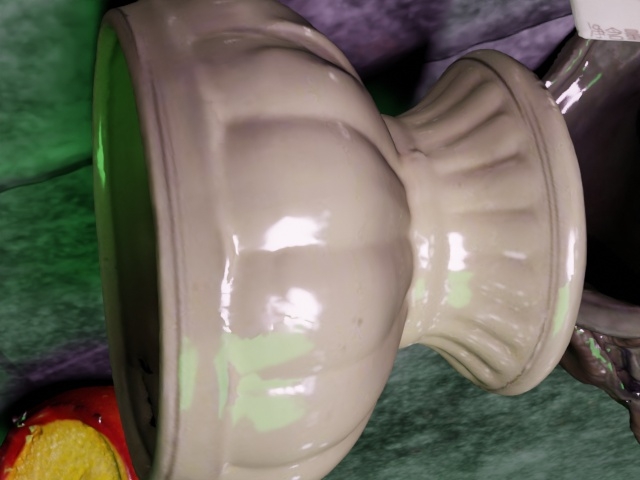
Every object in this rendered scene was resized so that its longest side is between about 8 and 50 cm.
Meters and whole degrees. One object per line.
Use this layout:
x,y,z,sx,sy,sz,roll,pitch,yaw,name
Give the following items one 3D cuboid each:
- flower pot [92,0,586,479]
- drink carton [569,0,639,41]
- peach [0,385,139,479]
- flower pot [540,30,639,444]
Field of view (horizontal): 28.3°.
0.000,0.000,0.755,0.244,0.307,0.307,-3,146,-16,flower pot
0.198,-0.222,0.576,0.194,0.132,0.324,9,154,26,drink carton
-0.202,0.226,1.124,0.196,0.189,0.226,1,152,-3,peach
0.259,-0.008,0.820,0.302,0.301,0.213,-34,132,30,flower pot
